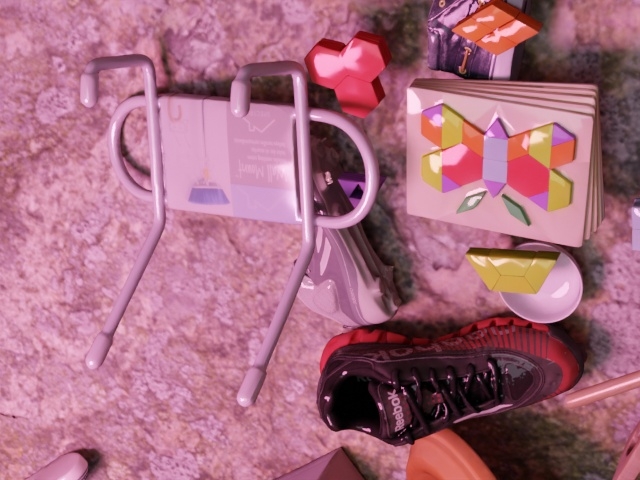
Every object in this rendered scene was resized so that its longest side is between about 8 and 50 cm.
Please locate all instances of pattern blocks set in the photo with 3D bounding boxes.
[{"bbox_3d":[0.158,-0.074,1.185,0.325,0.026,0.285,-3,120,28],"label":"pattern blocks set"}]

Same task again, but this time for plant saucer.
[{"bbox_3d":[0.143,0.281,1.343,0.200,0.037,0.200,51,157,32],"label":"plant saucer"}]

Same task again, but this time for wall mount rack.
[{"bbox_3d":[-0.116,-0.021,1.267,0.350,0.130,0.304,8,107,39],"label":"wall mount rack"}]

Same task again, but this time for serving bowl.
[{"bbox_3d":[0.211,0.035,1.267,0.083,0.027,0.083,11,118,22],"label":"serving bowl"}]

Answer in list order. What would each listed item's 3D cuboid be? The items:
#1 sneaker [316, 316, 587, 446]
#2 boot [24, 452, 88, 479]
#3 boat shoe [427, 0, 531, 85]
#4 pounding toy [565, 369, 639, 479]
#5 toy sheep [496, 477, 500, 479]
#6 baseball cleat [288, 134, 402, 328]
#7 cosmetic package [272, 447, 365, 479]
[{"bbox_3d":[0.117,0.141,1.297,0.276,0.135,0.097,-6,110,21],"label":"sneaker"},{"bbox_3d":[-0.324,0.325,1.637,0.190,0.069,0.086,-31,107,41],"label":"boot"},{"bbox_3d":[0.140,-0.219,1.150,0.083,0.065,0.183,16,121,15],"label":"boat shoe"},{"bbox_3d":[0.312,0.131,1.204,0.155,0.154,0.269,26,145,12],"label":"pounding toy"},{"bbox_3d":[0.215,0.287,1.357,0.132,0.091,0.091,2,116,41],"label":"toy sheep"},{"bbox_3d":[0.000,0.000,1.319,0.109,0.072,0.206,-17,106,30],"label":"baseball cleat"},{"bbox_3d":[0.029,0.361,1.470,0.127,0.107,0.238,-29,98,32],"label":"cosmetic package"}]
